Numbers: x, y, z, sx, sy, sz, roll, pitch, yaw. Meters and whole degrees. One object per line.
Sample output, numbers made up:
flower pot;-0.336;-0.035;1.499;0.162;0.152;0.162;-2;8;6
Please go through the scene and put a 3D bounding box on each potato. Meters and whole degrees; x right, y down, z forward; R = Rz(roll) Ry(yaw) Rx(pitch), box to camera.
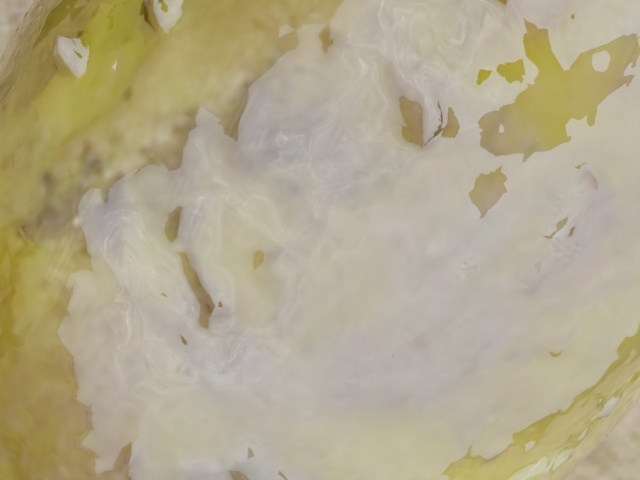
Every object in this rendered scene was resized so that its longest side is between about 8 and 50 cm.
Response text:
potato;0.000;0.000;0.530;0.229;0.229;0.266;39;83;-43
